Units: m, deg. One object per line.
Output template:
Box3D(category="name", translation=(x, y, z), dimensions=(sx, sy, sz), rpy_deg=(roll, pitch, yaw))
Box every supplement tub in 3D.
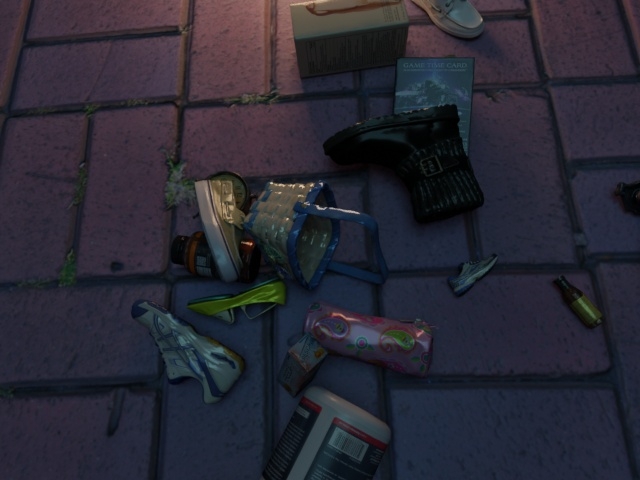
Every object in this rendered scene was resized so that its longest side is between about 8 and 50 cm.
Box3D(category="supplement tub", translation=(-0.001, 0.439, 0.910), dimensions=(0.191, 0.191, 0.272), rpy_deg=(26, 74, 12))
Box3D(category="supplement tub", translation=(-0.245, 0.035, 1.114), dimensions=(0.198, 0.106, 0.106), rpy_deg=(10, 71, 7))

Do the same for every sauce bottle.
Box3D(category="sauce bottle", translation=(0.573, 0.134, 1.060), dimensions=(0.042, 0.042, 0.128), rpy_deg=(-32, 73, -7))

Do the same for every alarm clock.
Box3D(category="alarm clock", translation=(-0.218, -0.105, 1.183), dimensions=(0.192, 0.064, 0.129), rpy_deg=(-3, 70, 5))

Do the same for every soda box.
Box3D(category="soda box", translation=(-0.040, 0.259, 0.977), dimensions=(0.058, 0.183, 0.063), rpy_deg=(44, 58, 15))

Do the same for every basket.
Box3D(category="basket", translation=(0.000, 0.000, 1.041), dimensions=(0.289, 0.255, 0.201), rpy_deg=(9, 59, 22))

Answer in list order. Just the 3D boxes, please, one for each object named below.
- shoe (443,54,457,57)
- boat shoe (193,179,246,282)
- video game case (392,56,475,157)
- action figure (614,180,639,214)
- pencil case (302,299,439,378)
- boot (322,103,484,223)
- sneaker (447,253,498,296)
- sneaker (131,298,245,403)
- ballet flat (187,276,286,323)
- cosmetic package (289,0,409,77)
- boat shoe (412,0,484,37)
Box3D(category="shoe", translation=(0.324, -0.369, 1.244), dimensions=(0.076, 0.058, 0.219), rpy_deg=(12, 87, 3))
Box3D(category="boat shoe", translation=(-0.209, -0.040, 1.039), dimensions=(0.094, 0.109, 0.302), rpy_deg=(-16, 50, -11))
Box3D(category="video game case", translation=(0.280, -0.323, 1.200), dimensions=(0.196, 0.026, 0.274), rpy_deg=(4, 88, 10))
Box3D(category="action figure", translation=(0.866, -0.058, 1.044), dimensions=(0.341, 0.178, 0.330), rpy_deg=(-2, 80, 5))
Box3D(category="pencil case", translation=(0.102, 0.208, 1.020), dimensions=(0.284, 0.124, 0.124), rpy_deg=(10, 72, 8))
Box3D(category="boot", translation=(0.193, -0.161, 1.130), dimensions=(0.348, 0.131, 0.260), rpy_deg=(-11, 86, 9))
Box3D(category="sneaker", translation=(0.349, 0.067, 1.094), dimensions=(0.135, 0.052, 0.058), rpy_deg=(-37, 68, -10))
Box3D(category="sneaker", translation=(-0.316, 0.241, 1.043), dimensions=(0.296, 0.112, 0.131), rpy_deg=(29, 75, 14))
Box3D(category="ballet flat", translation=(-0.188, 0.148, 1.092), dimensions=(0.231, 0.077, 0.077), rpy_deg=(-15, 87, -4))
Box3D(category="cosmetic package", translation=(0.075, -0.553, 1.278), dimensions=(0.296, 0.153, 0.129), rpy_deg=(-8, 69, -1))
Box3D(category="boat shoe", translation=(0.346, -0.675, 1.331), dimensions=(0.098, 0.096, 0.277), rpy_deg=(-42, 73, -11))
